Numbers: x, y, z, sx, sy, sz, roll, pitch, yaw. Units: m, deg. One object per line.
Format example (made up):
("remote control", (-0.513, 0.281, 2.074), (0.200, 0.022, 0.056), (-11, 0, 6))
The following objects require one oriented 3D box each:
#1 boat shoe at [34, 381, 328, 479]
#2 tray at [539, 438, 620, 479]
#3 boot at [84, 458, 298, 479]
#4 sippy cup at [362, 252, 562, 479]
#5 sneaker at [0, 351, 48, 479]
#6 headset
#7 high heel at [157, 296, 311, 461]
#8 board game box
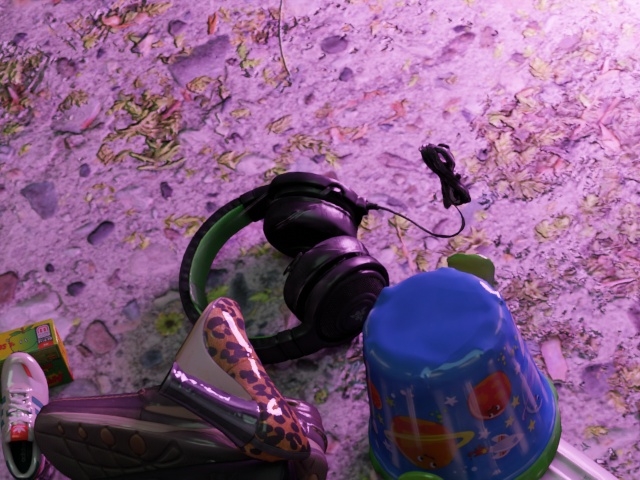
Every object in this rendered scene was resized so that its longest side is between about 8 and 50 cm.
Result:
("boat shoe", (-0.164, 0.237, 1.980), (0.355, 0.132, 0.130), (8, 38, 3))
("tray", (0.293, 0.315, 1.911), (0.270, 0.030, 0.145), (35, 64, 27))
("boot", (-0.252, 0.399, 1.807), (0.445, 0.146, 0.367), (-1, 44, 10))
("sippy cup", (0.150, 0.160, 1.897), (0.240, 0.224, 0.305), (-25, 45, -6))
("sneaker", (-0.360, 0.216, 1.993), (0.057, 0.075, 0.161), (-2, 89, -7))
("headset", (0.000, 0.000, 2.077), (0.394, 0.185, 0.243), (-22, 54, 6))
("high heel", (-0.080, 0.166, 1.939), (0.186, 0.093, 0.261), (31, 24, -4))
("board game box", (-0.412, 0.164, 2.069), (0.181, 0.092, 0.043), (-16, 54, -5))
